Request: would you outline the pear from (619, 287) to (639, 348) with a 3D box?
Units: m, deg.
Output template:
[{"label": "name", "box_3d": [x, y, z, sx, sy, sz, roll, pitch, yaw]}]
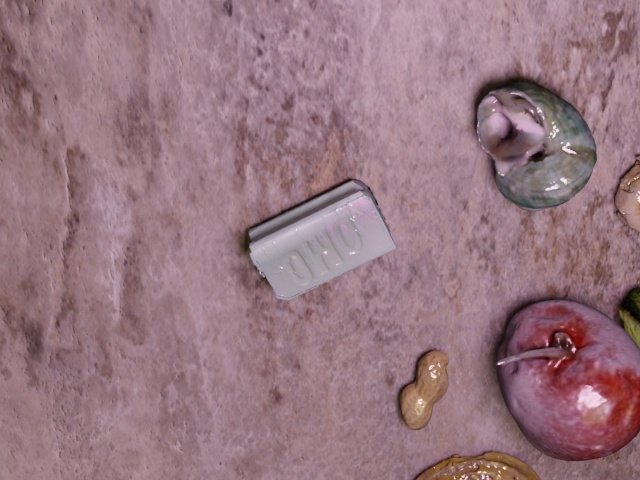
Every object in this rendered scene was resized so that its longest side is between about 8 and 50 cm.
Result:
[{"label": "pear", "box_3d": [0.737, 0.224, 1.878, 0.238, 0.164, 0.255, -17, 124, -19]}]

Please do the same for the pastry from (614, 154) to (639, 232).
[{"label": "pastry", "box_3d": [0.661, -0.087, 1.767, 0.165, 0.088, 0.166, -3, 114, -8]}]

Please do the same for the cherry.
[{"label": "cherry", "box_3d": [0.493, 0.282, 1.807, 0.291, 0.335, 0.326, -29, 74, -10]}]

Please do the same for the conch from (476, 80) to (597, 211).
[{"label": "conch", "box_3d": [0.399, -0.159, 1.672, 0.220, 0.195, 0.277, 4, 139, 14]}]

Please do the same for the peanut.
[{"label": "peanut", "box_3d": [0.222, 0.318, 1.910, 0.082, 0.082, 0.187, 21, 110, -14]}]

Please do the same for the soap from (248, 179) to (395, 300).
[{"label": "soap", "box_3d": [0.000, 0.000, 1.737, 0.261, 0.094, 0.150, -26, 113, 6]}]

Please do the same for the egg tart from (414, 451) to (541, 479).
[{"label": "egg tart", "box_3d": [0.354, 0.641, 2.032, 0.352, 0.150, 0.352, -1, 112, -2]}]
